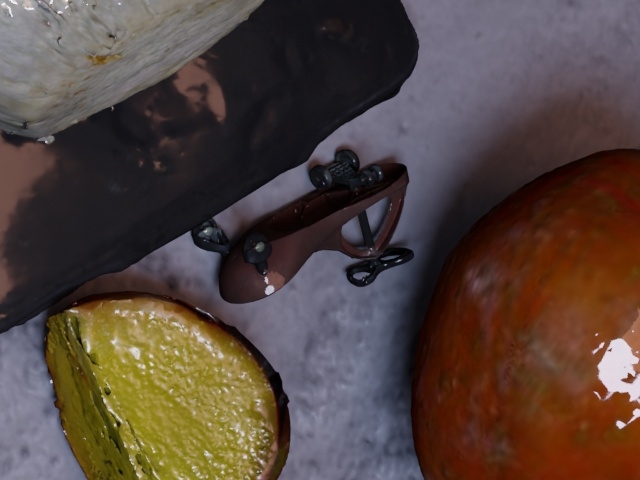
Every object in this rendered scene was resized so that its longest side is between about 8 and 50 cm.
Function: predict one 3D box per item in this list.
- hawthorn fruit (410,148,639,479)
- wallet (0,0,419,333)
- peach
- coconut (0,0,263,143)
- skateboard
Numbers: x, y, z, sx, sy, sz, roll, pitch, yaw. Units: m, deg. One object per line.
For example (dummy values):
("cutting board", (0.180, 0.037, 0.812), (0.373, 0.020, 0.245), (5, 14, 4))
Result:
("hawthorn fruit", (0.192, 0.083, 1.254), (0.284, 0.284, 0.284), (-2, 94, -28))
("wallet", (-0.107, -0.100, 1.204), (0.377, 0.051, 0.197), (-33, 105, -23))
("peach", (-0.101, 0.101, 1.197), (0.172, 0.092, 0.127), (42, 69, -11))
("coconut", (-0.153, -0.196, 1.041), (0.245, 0.245, 0.247), (-31, 87, -23))
("skateboard", (0.000, 0.000, 1.265), (0.151, 0.067, 0.080), (-29, 115, -28))
